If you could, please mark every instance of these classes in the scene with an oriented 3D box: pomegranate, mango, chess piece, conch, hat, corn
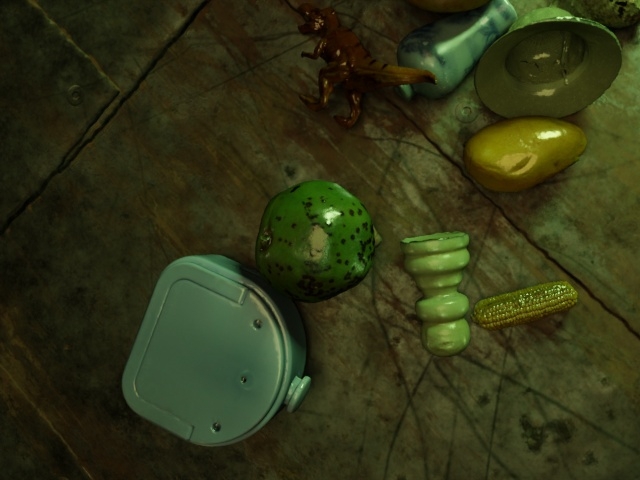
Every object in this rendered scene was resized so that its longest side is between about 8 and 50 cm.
[{"bbox_3d":[0.000,0.000,1.318,0.254,0.271,0.254,15,109,52],"label":"pomegranate"},{"bbox_3d":[0.389,-0.165,1.272,0.228,0.109,0.147,-7,66,15],"label":"mango"},{"bbox_3d":[0.236,0.110,1.315,0.133,0.133,0.243,-6,94,15],"label":"chess piece"},{"bbox_3d":[0.525,-0.462,1.247,0.207,0.130,0.155,-14,53,36],"label":"conch"},{"bbox_3d":[0.412,-0.352,1.233,0.257,0.257,0.130,-3,59,15],"label":"hat"},{"bbox_3d":[0.395,0.128,1.298,0.207,0.068,0.068,-16,88,15],"label":"corn"}]

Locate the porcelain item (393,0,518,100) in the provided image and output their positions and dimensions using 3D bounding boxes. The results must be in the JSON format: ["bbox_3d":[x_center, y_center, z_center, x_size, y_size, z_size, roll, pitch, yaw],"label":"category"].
[{"bbox_3d":[0.252,-0.372,1.292,0.259,0.141,0.141,-35,83,4],"label":"porcelain item"}]

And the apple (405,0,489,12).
[{"bbox_3d":[0.234,-0.546,1.190,0.286,0.233,0.285,-5,62,10],"label":"apple"}]

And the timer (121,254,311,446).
[{"bbox_3d":[-0.197,0.241,1.400,0.395,0.173,0.394,0,90,14],"label":"timer"}]

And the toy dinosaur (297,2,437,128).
[{"bbox_3d":[0.063,-0.319,1.325,0.432,0.097,0.208,46,124,35],"label":"toy dinosaur"}]
